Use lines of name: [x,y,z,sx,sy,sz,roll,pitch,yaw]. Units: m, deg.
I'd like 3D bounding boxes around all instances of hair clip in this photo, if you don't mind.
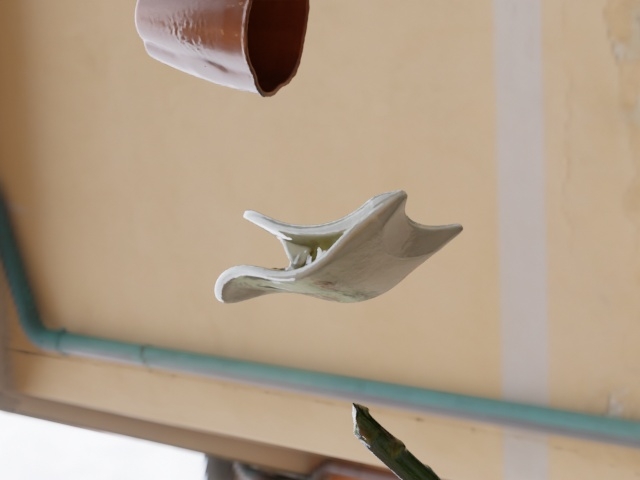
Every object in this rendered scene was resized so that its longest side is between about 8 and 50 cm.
hair clip: [0.004,0.018,1.489,0.172,0.282,0.113,25,-113,-59]

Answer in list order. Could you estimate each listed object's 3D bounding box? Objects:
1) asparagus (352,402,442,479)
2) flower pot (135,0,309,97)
asparagus: [0.051,0.151,0.910,0.021,0.025,0.108,-44,-63,0]
flower pot: [-0.124,-0.282,1.574,0.190,0.173,0.190,11,-90,-67]
